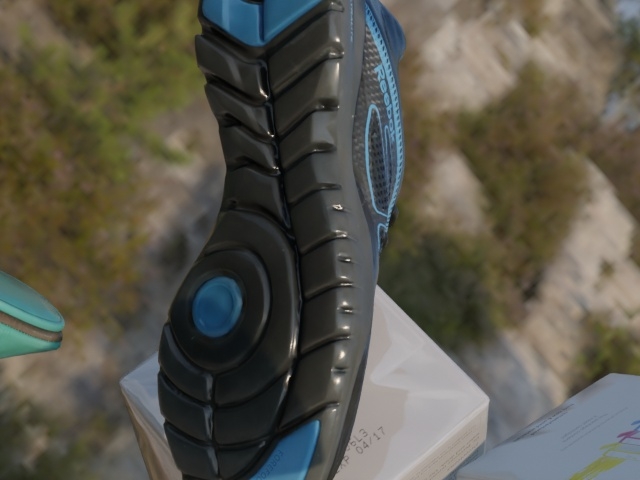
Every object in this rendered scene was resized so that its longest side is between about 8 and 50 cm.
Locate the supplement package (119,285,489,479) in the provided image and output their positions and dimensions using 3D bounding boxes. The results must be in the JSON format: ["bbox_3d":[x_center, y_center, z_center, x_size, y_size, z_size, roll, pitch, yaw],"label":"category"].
[{"bbox_3d":[-0.006,0.166,1.295,0.175,0.177,0.293,45,-19,24],"label":"supplement package"}]

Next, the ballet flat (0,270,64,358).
[{"bbox_3d":[-0.235,0.026,0.943,0.083,0.087,0.247,37,1,40],"label":"ballet flat"}]

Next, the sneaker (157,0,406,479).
[{"bbox_3d":[0.000,0.000,1.049,0.125,0.341,0.139,-1,-14,31],"label":"sneaker"}]

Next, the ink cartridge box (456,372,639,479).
[{"bbox_3d":[0.136,0.110,0.647,0.143,0.090,0.092,2,-66,52],"label":"ink cartridge box"}]
